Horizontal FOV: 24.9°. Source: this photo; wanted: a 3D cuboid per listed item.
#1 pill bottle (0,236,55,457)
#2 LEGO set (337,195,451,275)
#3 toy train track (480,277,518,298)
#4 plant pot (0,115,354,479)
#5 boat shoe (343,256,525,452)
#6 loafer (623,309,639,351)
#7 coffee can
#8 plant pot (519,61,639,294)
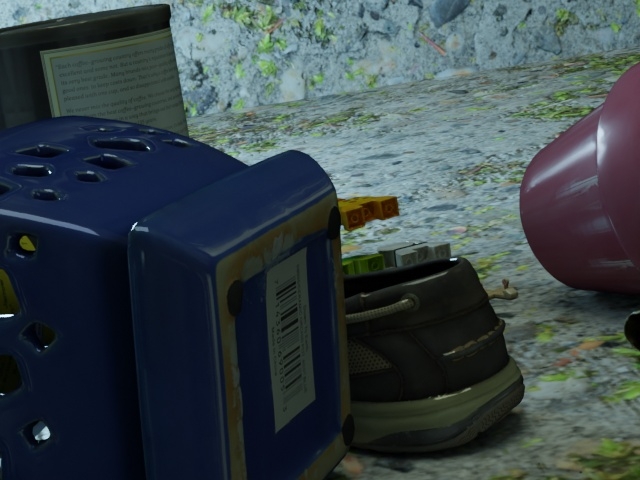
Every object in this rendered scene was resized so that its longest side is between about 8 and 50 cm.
[{"bbox_3d":[-0.303,0.052,0.874,0.187,0.188,0.334,-4,-6,20],"label":"pill bottle"},{"bbox_3d":[0.000,0.000,1.356,0.227,0.087,0.093,-14,13,-27],"label":"LEGO set"},{"bbox_3d":[0.135,0.039,1.249,0.048,0.014,0.083,-18,15,-38],"label":"toy train track"},{"bbox_3d":[-0.109,0.061,0.821,0.212,0.236,0.236,3,15,23],"label":"plant pot"},{"bbox_3d":[-0.032,0.059,0.992,0.355,0.130,0.132,-2,13,28],"label":"boat shoe"},{"bbox_3d":[0.240,0.070,0.947,0.050,0.056,0.148,-11,2,-5],"label":"loafer"},{"bbox_3d":[-0.229,-0.088,1.472,0.201,0.275,0.201,-9,11,2],"label":"coffee can"},{"bbox_3d":[0.261,-0.038,1.138,0.201,0.201,0.180,-17,-1,-35],"label":"plant pot"}]
